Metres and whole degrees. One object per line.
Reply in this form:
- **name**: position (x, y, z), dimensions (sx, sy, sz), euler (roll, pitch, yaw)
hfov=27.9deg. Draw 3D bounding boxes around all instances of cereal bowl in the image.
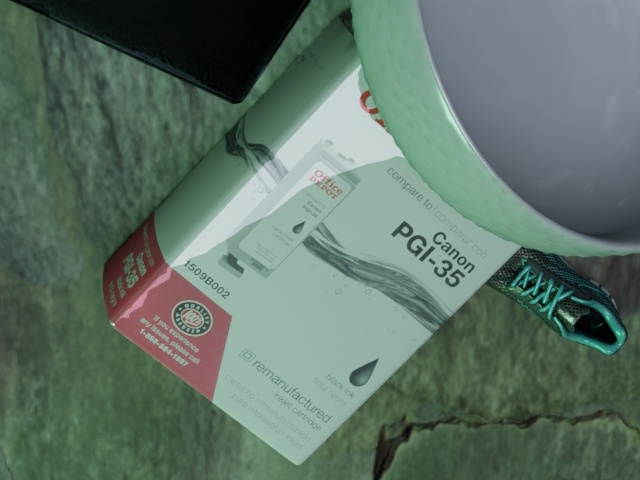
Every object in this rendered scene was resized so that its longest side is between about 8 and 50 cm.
- **cereal bowl**: position (0.154, -0.153, 0.892), dimensions (0.338, 0.141, 0.339), euler (5, 81, -32)

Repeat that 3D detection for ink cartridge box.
- **ink cartridge box**: position (0.000, 0.000, 1.005), dimensions (0.207, 0.117, 0.283), euler (40, 100, -21)

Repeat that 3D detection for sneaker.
- **sneaker**: position (0.196, 0.043, 1.081), dimensions (0.166, 0.076, 0.065), euler (29, 104, -19)

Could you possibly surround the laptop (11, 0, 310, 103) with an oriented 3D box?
- **laptop**: position (-0.147, -0.363, 0.885), dimensions (0.408, 0.236, 0.382), euler (37, 103, 8)
